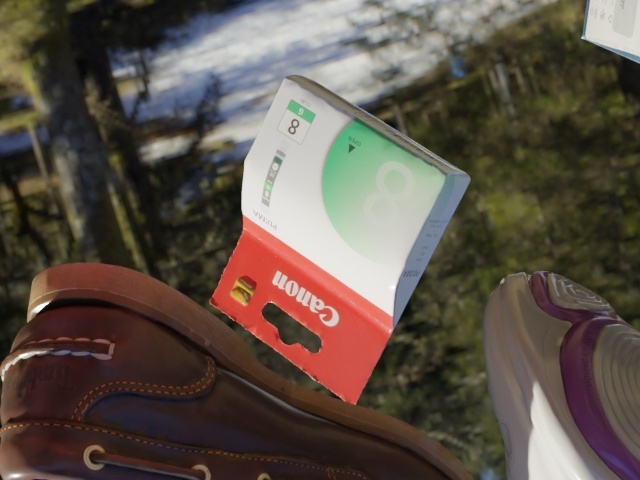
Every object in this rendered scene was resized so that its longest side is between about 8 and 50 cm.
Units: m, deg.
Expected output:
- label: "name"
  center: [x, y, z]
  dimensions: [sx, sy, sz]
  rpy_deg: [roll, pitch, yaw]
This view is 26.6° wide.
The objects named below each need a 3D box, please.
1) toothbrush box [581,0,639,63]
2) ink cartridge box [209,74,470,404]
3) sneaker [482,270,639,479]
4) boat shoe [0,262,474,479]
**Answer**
- label: "toothbrush box"
  center: [0.343, -0.221, 0.889]
  dimensions: [0.295, 0.216, 0.126]
  rpy_deg: [-1, -161, -14]
- label: "ink cartridge box"
  center: [0.000, 0.000, 1.139]
  dimensions: [0.181, 0.224, 0.056]
  rpy_deg: [34, -166, 28]
- label: "sneaker"
  center: [0.114, 0.153, 0.584]
  dimensions: [0.114, 0.305, 0.152]
  rpy_deg: [14, 136, -36]
- label: "boat shoe"
  center: [-0.022, 0.083, 0.452]
  dimensions: [0.073, 0.073, 0.207]
  rpy_deg: [-25, 138, 37]
